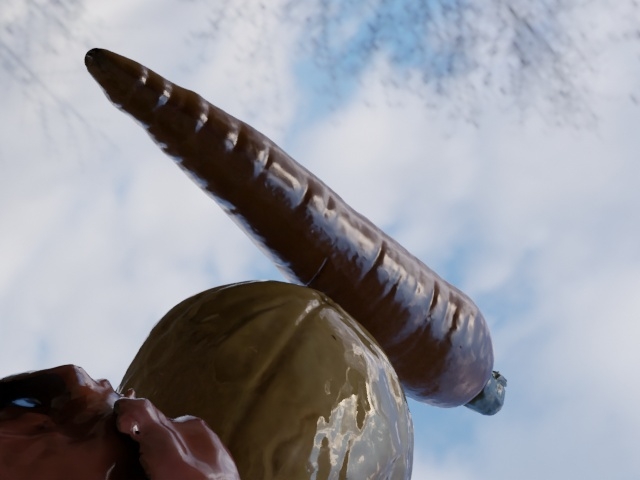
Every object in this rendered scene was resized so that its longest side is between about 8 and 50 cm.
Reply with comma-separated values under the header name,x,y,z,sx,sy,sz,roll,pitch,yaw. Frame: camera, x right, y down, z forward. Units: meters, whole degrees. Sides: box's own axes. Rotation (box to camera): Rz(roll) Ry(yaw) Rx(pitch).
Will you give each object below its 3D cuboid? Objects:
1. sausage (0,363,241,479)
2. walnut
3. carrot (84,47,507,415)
name,x,y,z,sx,sy,sz,roll,pitch,yaw
sausage,-0.129,0.177,0.548,0.152,0.152,0.279,15,-106,57
walnut,-0.038,0.118,0.761,0.197,0.165,0.165,-57,-150,-1
carrot,0.000,0.000,0.818,0.069,0.336,0.069,-31,-146,24
